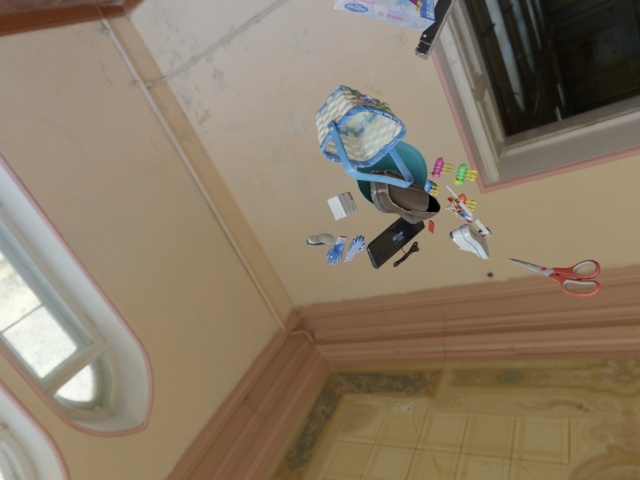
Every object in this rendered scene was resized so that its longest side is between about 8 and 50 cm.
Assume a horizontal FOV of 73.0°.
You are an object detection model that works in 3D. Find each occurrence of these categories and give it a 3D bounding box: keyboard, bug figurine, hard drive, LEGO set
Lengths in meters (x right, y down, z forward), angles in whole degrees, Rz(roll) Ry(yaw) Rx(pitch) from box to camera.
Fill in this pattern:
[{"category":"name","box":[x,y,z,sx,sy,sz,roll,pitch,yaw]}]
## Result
[{"category":"keyboard","box":[0.334,0.011,1.847,0.317,0.202,0.033,-37,-152,-21]},{"category":"bug figurine","box":[0.514,-0.225,1.774,0.072,0.216,0.279,-4,-155,-35]},{"category":"hard drive","box":[0.497,-0.932,1.796,0.339,0.064,0.237,-64,176,22]},{"category":"LEGO set","box":[0.441,-0.064,1.300,0.060,0.182,0.244,-41,158,16]}]

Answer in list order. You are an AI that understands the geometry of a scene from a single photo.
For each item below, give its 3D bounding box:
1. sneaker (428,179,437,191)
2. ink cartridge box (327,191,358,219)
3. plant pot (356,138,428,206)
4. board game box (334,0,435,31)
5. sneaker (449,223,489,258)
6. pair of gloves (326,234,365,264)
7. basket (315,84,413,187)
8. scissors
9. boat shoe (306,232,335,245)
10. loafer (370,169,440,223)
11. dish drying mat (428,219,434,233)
[{"category":"sneaker","box":[0.472,-0.243,1.942,0.058,0.052,0.135,6,-176,-44]},{"category":"ink cartridge box","box":[0.099,-0.152,1.889,0.056,0.099,0.135,-23,180,31]},{"category":"plant pot","box":[0.298,-0.258,1.838,0.290,0.290,0.195,-26,172,4]},{"category":"board game box","box":[0.183,-0.807,1.262,0.317,0.319,0.066,-1,175,-26]},{"category":"sneaker","box":[0.609,0.007,1.763,0.091,0.258,0.094,-17,-127,36]},{"category":"pair of gloves","box":[0.121,0.043,1.980,0.198,0.159,0.023,1,-143,-36]},{"category":"basket","box":[0.120,-0.276,1.200,0.254,0.289,0.201,3,149,-43]},{"category":"scissors","box":[0.671,0.102,1.275,0.297,0.021,0.109,1,-112,58]},{"category":"boat shoe","box":[0.000,0.000,1.740,0.125,0.046,0.038,-7,160,-34]},{"category":"loafer","box":[0.285,-0.153,1.412,0.130,0.134,0.365,-12,165,35]},{"category":"dish drying mat","box":[0.493,-0.061,1.922,0.008,0.083,0.032,-35,-120,-10]}]
